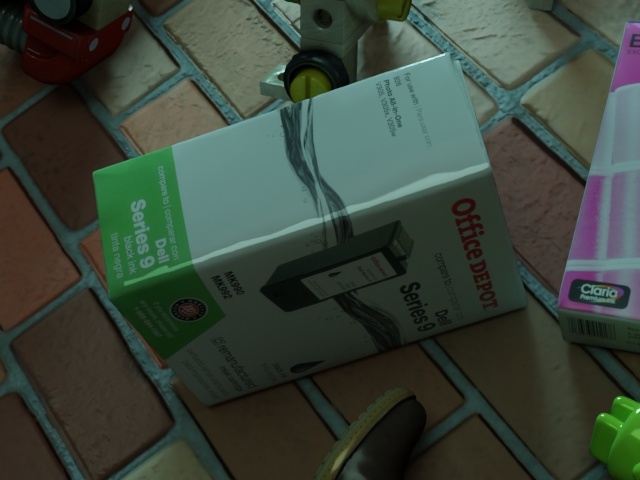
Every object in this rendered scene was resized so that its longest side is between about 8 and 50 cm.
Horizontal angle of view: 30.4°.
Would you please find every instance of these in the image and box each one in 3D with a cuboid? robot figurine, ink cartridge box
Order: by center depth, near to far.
[{"bbox_3d":[0.251,0.157,0.835,0.115,0.067,0.101,29,42,31],"label":"robot figurine"},{"bbox_3d":[0.000,0.000,0.923,0.289,0.211,0.121,-18,56,7],"label":"ink cartridge box"},{"bbox_3d":[0.319,-0.077,0.960,0.176,0.069,0.370,8,61,22],"label":"ink cartridge box"}]

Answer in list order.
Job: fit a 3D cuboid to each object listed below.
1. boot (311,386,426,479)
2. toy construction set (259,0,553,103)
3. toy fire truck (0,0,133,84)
[{"bbox_3d":[0.073,0.250,0.845,0.207,0.090,0.248,27,69,16],"label":"boot"},{"bbox_3d":[0.068,-0.226,1.081,0.309,0.237,0.257,-2,28,-2],"label":"toy construction set"},{"bbox_3d":[-0.324,-0.211,1.204,0.217,0.246,0.158,29,40,9],"label":"toy fire truck"}]
